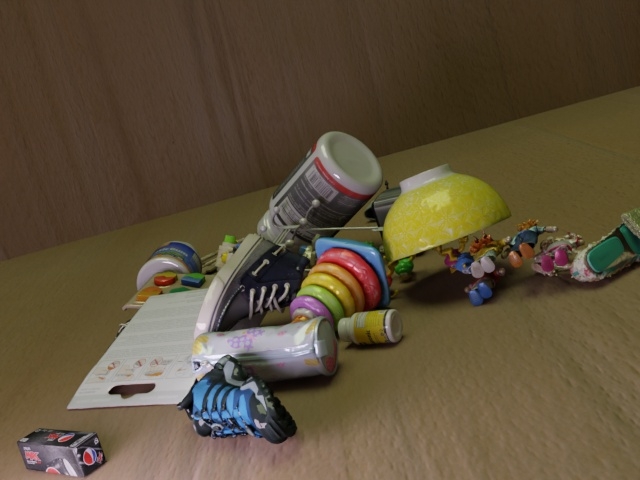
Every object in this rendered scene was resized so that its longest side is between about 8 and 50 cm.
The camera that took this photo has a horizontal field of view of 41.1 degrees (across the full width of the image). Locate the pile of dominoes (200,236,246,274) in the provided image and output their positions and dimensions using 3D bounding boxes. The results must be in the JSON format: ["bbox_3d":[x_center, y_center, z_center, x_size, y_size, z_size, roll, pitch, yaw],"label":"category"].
[{"bbox_3d":[-0.302,0.064,2.680,0.251,0.040,0.196,-27,16,-11],"label":"pile of dominoes"}]

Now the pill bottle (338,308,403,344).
[{"bbox_3d":[0.096,0.169,1.654,0.116,0.065,0.065,-8,15,30],"label":"pill bottle"}]

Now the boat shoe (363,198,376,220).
[{"bbox_3d":[0.228,-0.097,2.622,0.228,0.079,0.081,-9,23,46],"label":"boat shoe"}]

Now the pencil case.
[{"bbox_3d":[-0.103,0.211,1.587,0.273,0.113,0.124,-9,-19,18],"label":"pencil case"}]

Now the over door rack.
[{"bbox_3d":[0.000,0.000,2.089,0.324,0.108,0.239,10,31,13],"label":"over door rack"}]

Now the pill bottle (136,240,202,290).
[{"bbox_3d":[-0.418,0.087,2.410,0.152,0.152,0.272,-15,14,4],"label":"pill bottle"}]

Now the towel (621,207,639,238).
[{"bbox_3d":[0.668,-0.014,1.665,0.110,0.027,0.148,-20,55,-27],"label":"towel"}]

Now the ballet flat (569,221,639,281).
[{"bbox_3d":[0.585,0.020,1.692,0.241,0.091,0.077,-17,-14,-26],"label":"ballet flat"}]

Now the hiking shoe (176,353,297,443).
[{"bbox_3d":[-0.137,0.288,1.397,0.132,0.113,0.304,-40,17,-15],"label":"hiking shoe"}]

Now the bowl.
[{"bbox_3d":[0.252,-0.074,1.849,0.290,0.156,0.289,-20,0,0],"label":"bowl"}]

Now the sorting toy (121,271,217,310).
[{"bbox_3d":[-0.375,0.122,2.159,0.208,0.038,0.193,-3,22,16],"label":"sorting toy"}]

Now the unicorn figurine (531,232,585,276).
[{"bbox_3d":[0.504,0.021,1.808,0.162,0.060,0.111,-24,16,-34],"label":"unicorn figurine"}]

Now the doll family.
[{"bbox_3d":[0.392,0.017,1.732,0.263,0.118,0.163,-27,6,25],"label":"doll family"}]

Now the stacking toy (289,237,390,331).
[{"bbox_3d":[0.001,0.139,1.762,0.175,0.165,0.302,10,38,34],"label":"stacking toy"}]

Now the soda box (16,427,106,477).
[{"bbox_3d":[-0.450,0.366,1.477,0.169,0.060,0.053,-6,15,38],"label":"soda box"}]

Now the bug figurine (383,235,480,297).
[{"bbox_3d":[0.240,0.059,1.934,0.279,0.072,0.216,-14,8,17],"label":"bug figurine"}]

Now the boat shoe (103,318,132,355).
[{"bbox_3d":[-0.458,0.226,2.054,0.078,0.070,0.219,-11,14,21],"label":"boat shoe"}]

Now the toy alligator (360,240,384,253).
[{"bbox_3d":[0.105,0.024,1.961,0.056,0.051,0.190,2,16,32],"label":"toy alligator"}]

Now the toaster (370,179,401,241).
[{"bbox_3d":[0.217,-0.063,2.227,0.110,0.185,0.168,-14,12,26],"label":"toaster"}]

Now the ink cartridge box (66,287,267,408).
[{"bbox_3d":[-0.321,0.249,1.852,0.308,0.091,0.385,-8,32,27],"label":"ink cartridge box"}]

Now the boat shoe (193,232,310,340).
[{"bbox_3d":[-0.133,0.111,1.787,0.158,0.127,0.340,20,39,7],"label":"boat shoe"}]

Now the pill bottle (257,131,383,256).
[{"bbox_3d":[-0.011,-0.110,2.341,0.363,0.210,0.210,-46,-8,37],"label":"pill bottle"}]

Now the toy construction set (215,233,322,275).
[{"bbox_3d":[-0.138,0.060,2.255,0.328,0.151,0.215,-3,-7,23],"label":"toy construction set"}]
